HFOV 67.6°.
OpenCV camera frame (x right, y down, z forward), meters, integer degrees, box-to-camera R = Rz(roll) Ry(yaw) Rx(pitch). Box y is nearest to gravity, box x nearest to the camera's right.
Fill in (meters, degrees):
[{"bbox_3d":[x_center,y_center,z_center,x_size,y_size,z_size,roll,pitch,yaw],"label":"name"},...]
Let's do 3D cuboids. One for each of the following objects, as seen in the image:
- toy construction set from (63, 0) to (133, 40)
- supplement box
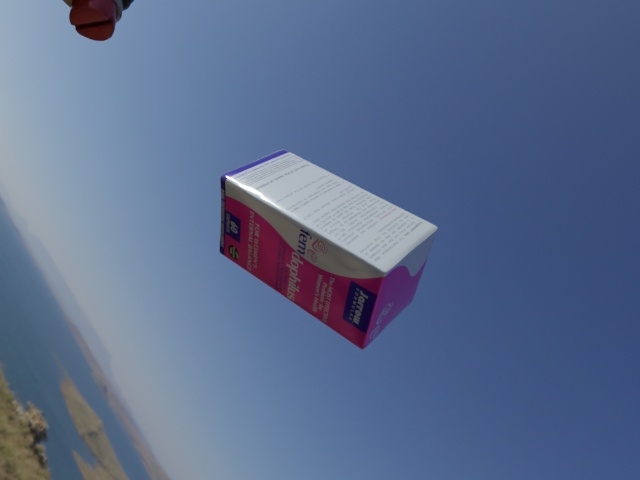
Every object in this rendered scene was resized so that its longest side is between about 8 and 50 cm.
[{"bbox_3d":[-0.300,-0.227,0.314,0.257,0.309,0.237,19,-22,6],"label":"toy construction set"},{"bbox_3d":[0.000,0.000,0.539,0.220,0.114,0.111,29,-50,25],"label":"supplement box"}]
